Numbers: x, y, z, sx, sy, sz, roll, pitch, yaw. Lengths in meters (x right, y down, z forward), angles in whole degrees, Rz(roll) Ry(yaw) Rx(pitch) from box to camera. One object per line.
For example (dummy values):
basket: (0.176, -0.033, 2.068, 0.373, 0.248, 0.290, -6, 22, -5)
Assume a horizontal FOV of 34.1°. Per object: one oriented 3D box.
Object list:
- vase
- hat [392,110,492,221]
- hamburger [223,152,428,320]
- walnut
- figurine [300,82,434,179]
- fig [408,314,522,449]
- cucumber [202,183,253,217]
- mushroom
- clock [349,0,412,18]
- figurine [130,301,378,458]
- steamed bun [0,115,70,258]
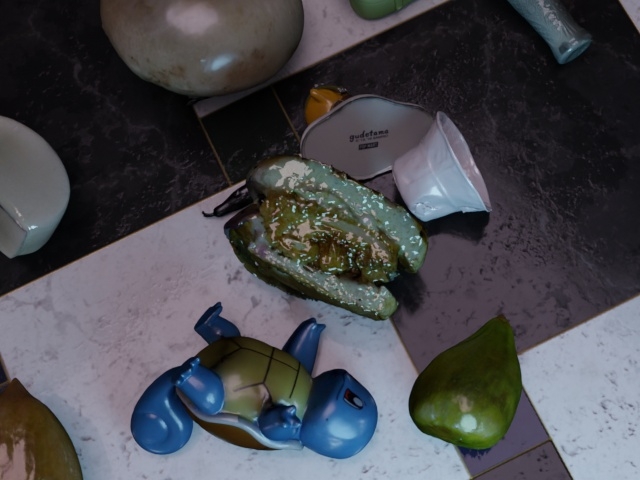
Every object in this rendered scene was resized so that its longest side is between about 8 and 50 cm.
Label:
vase: (0.402, -0.426, 1.905, 0.096, 0.096, 0.219, -34, 77, -5)
hat: (0.201, -0.111, 1.803, 0.126, 0.203, 0.203, -25, 73, 17)
hamburger: (0.000, 0.000, 1.724, 0.318, 0.277, 0.195, 27, 82, -8)
walnut: (-0.490, 0.374, 1.707, 0.203, 0.203, 0.297, -8, 73, 3)
figurine: (0.066, -0.214, 1.880, 0.250, 0.166, 0.141, -2, 34, -20)
fig: (0.251, 0.247, 1.711, 0.167, 0.167, 0.233, 41, 44, 14)
cucumber: (-0.138, -0.083, 1.880, 0.163, 0.039, 0.043, -35, 54, -7)
mushroom: (-0.213, -0.388, 1.875, 0.362, 0.294, 0.362, 5, 47, -6)
clock: (0.113, -0.617, 1.967, 0.286, 0.117, 0.348, -31, 74, -3)
figurine: (-0.118, 0.247, 1.697, 0.416, 0.298, 0.243, -2, 108, 7)
steamed bun: (-0.550, -0.104, 1.839, 0.242, 0.146, 0.164, 45, 50, -4)
